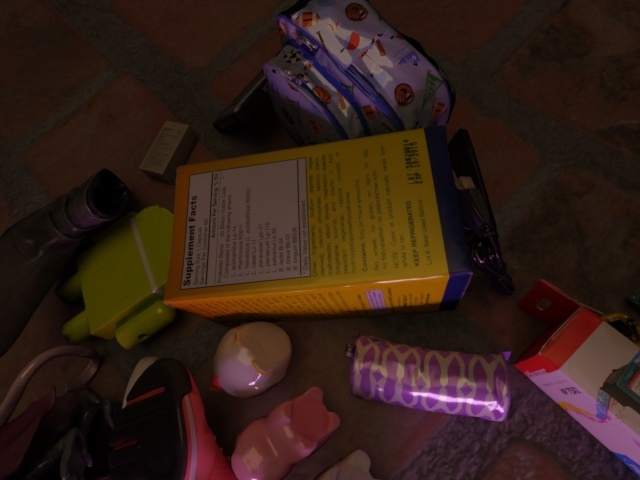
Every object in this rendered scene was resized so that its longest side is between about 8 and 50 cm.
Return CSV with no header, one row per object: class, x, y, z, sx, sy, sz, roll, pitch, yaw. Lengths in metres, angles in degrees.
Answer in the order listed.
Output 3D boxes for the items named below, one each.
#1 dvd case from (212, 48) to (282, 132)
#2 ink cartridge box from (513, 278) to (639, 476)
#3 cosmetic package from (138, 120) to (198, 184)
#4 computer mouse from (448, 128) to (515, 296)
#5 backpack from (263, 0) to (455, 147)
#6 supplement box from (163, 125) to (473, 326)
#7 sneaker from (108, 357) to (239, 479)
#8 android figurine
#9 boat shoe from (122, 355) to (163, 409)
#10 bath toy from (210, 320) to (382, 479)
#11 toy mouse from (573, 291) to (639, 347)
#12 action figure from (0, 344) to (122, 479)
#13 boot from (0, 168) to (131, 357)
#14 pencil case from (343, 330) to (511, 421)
dvd case,-0.096,-0.299,0.750,0.238,0.029,0.179,-52,25,-10
ink cartridge box,0.314,0.159,0.463,0.078,0.134,0.231,-43,65,-7
cosmetic package,-0.294,-0.172,0.794,0.060,0.041,0.115,17,72,19
computer mouse,0.198,-0.057,0.564,0.060,0.184,0.261,-18,64,25
backpack,0.056,-0.216,0.621,0.263,0.276,0.213,38,86,10
supplement box,0.000,0.000,0.568,0.357,0.195,0.194,-6,68,10
sneaker,-0.155,0.300,0.497,0.116,0.136,0.313,-19,78,20
android figurine,-0.311,0.049,0.683,0.273,0.056,0.248,-35,57,-1
boat shoe,-0.214,0.291,0.561,0.084,0.095,0.258,-6,77,6
bath toy,-0.042,0.269,0.510,0.348,0.151,0.129,55,130,24
toy mouse,0.423,0.107,0.489,0.143,0.031,0.161,-19,27,6
action figure,-0.459,0.328,0.507,0.370,0.248,0.275,-30,64,-4
boot,-0.423,0.006,0.634,0.223,0.118,0.338,-32,39,8
pencil case,0.136,0.174,0.530,0.206,0.086,0.088,6,46,14
